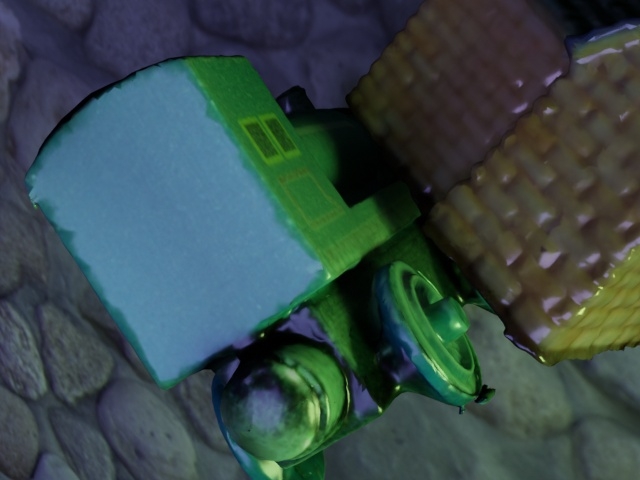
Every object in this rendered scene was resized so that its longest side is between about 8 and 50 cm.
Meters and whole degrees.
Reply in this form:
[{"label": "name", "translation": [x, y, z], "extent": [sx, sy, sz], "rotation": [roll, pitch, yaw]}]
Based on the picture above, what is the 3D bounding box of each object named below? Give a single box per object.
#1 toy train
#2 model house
[{"label": "toy train", "translation": [0.000, 0.000, 0.551], "extent": [0.120, 0.298, 0.194], "rotation": [-35, 88, 19]}, {"label": "model house", "translation": [0.135, -0.066, 0.516], "extent": [0.183, 0.166, 0.172], "rotation": [51, 119, 26]}]
